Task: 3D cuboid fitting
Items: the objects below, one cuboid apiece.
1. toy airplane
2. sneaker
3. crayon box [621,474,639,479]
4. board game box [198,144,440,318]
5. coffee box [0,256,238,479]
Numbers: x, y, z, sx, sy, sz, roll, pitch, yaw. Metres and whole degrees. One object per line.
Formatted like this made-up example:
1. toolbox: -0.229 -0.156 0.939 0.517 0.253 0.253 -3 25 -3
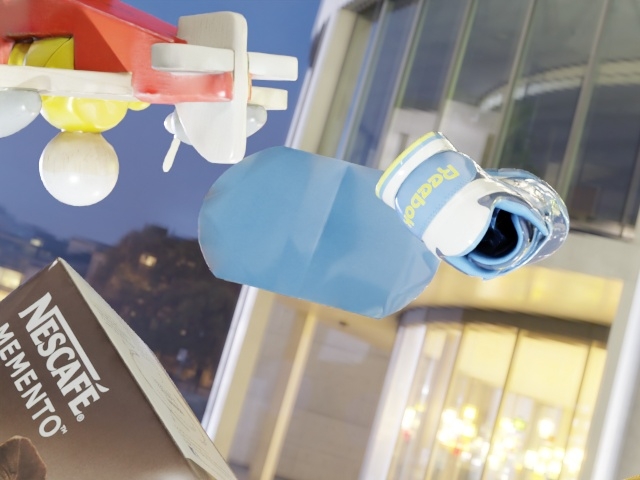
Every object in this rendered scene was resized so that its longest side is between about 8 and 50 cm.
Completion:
1. toy airplane: -0.217 -0.155 1.236 0.386 0.272 0.384 16 17 -10
2. sneaker: 0.085 -0.005 0.554 0.144 0.053 0.059 13 29 -51
3. crayon box: 0.147 0.210 0.615 0.278 0.081 0.165 -21 12 12
4. board game box: 0.000 0.000 0.801 0.168 0.133 0.033 14 -41 6
5. coffee box: -0.111 0.169 0.563 0.297 0.168 0.119 48 -5 41
